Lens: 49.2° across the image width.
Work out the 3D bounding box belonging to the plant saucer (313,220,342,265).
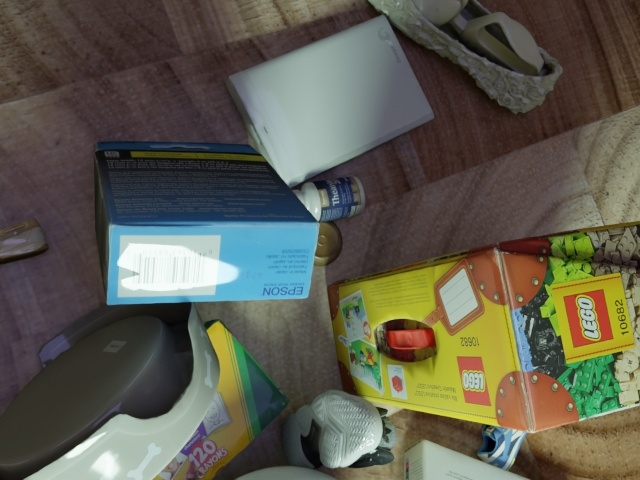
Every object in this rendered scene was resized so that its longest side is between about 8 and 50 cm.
[{"bbox_3d":[0.000,0.000,1.146,0.083,0.015,0.084,3,81,-19],"label":"plant saucer"}]

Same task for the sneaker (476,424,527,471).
[{"bbox_3d":[0.314,0.322,1.193,0.059,0.053,0.144,31,73,-11],"label":"sneaker"}]

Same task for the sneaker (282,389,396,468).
[{"bbox_3d":[0.055,0.272,1.001,0.153,0.268,0.101,4,68,-25],"label":"sneaker"}]

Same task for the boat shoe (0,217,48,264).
[{"bbox_3d":[-0.467,0.007,0.959,0.170,0.063,0.059,-14,85,-30],"label":"boat shoe"}]

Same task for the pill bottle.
[{"bbox_3d":[0.006,-0.064,1.129,0.120,0.067,0.067,-10,86,-21],"label":"pill bottle"}]

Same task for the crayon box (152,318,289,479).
[{"bbox_3d":[-0.203,0.265,1.002,0.278,0.081,0.165,-42,97,-19],"label":"crayon box"}]

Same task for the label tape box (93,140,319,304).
[{"bbox_3d":[-0.177,-0.041,0.961,0.249,0.348,0.115,-1,112,-21],"label":"label tape box"}]

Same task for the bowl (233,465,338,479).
[{"bbox_3d":[-0.053,0.417,0.976,0.297,0.134,0.298,-2,117,-5],"label":"bowl"}]

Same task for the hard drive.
[{"bbox_3d":[0.022,-0.234,1.174,0.307,0.040,0.203,-28,92,-20],"label":"hard drive"}]

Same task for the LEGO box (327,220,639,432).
[{"bbox_3d":[0.275,0.106,0.970,0.372,0.500,0.193,-8,85,-20],"label":"LEGO box"}]

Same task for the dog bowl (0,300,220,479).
[{"bbox_3d":[-0.277,0.201,0.859,0.348,0.348,0.102,-40,115,-20],"label":"dog bowl"}]

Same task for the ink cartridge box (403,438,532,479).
[{"bbox_3d":[0.272,0.506,1.054,0.324,0.071,0.330,25,44,-18],"label":"ink cartridge box"}]

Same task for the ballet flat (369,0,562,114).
[{"bbox_3d":[0.262,-0.386,1.232,0.408,0.147,0.147,33,73,-12],"label":"ballet flat"}]
